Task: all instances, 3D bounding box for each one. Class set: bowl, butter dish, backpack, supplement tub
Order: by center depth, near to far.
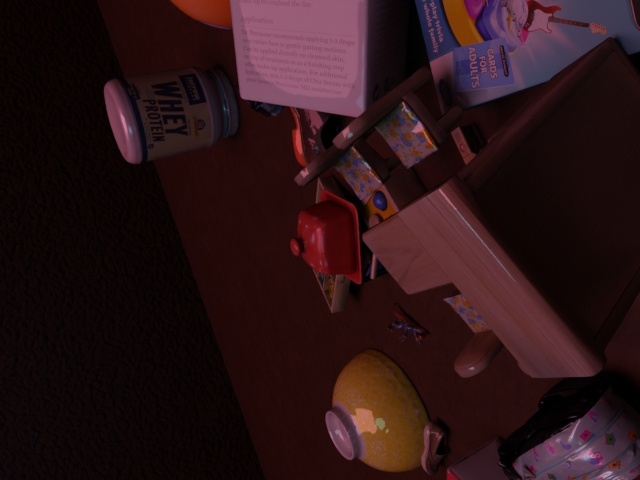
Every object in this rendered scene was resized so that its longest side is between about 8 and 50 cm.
[{"bbox_3d":[0.334,0.256,0.667,0.115,0.152,0.182,44,144,16],"label":"backpack"},{"bbox_3d":[0.000,0.000,0.978,0.160,0.118,0.160,-143,44,-60],"label":"butter dish"},{"bbox_3d":[-0.112,-0.345,1.153,0.114,0.084,0.105,-48,59,16],"label":"backpack"},{"bbox_3d":[0.106,0.414,1.191,0.289,0.156,0.290,44,145,43],"label":"bowl"},{"bbox_3d":[-0.425,-0.367,1.490,0.235,0.324,0.236,43,144,44],"label":"supplement tub"}]

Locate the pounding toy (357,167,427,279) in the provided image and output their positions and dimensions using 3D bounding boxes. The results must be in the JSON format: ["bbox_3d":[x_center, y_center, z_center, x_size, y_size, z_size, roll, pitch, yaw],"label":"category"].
[{"bbox_3d":[0.123,-0.028,0.905,0.130,0.100,0.141,62,153,18],"label":"pounding toy"}]

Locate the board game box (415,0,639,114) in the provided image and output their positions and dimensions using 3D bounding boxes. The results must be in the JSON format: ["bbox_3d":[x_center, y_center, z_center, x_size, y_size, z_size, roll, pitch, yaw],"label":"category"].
[{"bbox_3d":[0.231,-0.294,0.530,0.336,0.079,0.254,-1,107,64],"label":"board game box"}]

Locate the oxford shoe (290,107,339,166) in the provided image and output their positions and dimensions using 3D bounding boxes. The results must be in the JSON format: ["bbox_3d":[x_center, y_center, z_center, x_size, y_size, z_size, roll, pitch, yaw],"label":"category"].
[{"bbox_3d":[-0.007,-0.278,1.026,0.098,0.097,0.272,10,123,39],"label":"oxford shoe"}]

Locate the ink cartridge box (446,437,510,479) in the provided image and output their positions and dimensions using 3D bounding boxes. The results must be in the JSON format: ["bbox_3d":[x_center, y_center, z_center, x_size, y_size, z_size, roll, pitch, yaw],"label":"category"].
[{"bbox_3d":[0.326,0.530,0.864,0.226,0.131,0.306,34,138,50],"label":"ink cartridge box"}]

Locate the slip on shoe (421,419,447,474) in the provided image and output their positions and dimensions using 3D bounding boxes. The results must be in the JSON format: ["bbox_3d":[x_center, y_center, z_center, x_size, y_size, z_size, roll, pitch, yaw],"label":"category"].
[{"bbox_3d":[0.240,0.435,1.069,0.041,0.051,0.135,19,119,44],"label":"slip on shoe"}]

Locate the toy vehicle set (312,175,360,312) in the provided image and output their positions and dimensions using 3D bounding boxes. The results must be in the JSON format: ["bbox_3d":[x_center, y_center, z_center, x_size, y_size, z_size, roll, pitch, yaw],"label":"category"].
[{"bbox_3d":[0.027,0.013,1.159,0.166,0.035,0.267,-116,23,-43],"label":"toy vehicle set"}]

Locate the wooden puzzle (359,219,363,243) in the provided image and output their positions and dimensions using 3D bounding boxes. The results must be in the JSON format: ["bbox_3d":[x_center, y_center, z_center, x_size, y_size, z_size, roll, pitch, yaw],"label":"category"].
[{"bbox_3d":[0.080,-0.023,1.104,0.083,0.006,0.049,35,138,50],"label":"wooden puzzle"}]

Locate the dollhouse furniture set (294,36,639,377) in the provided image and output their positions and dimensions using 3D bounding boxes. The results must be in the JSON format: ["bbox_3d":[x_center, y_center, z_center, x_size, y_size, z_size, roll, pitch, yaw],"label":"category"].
[{"bbox_3d":[0.149,0.004,0.578,0.362,0.256,0.394,50,153,-3],"label":"dollhouse furniture set"}]

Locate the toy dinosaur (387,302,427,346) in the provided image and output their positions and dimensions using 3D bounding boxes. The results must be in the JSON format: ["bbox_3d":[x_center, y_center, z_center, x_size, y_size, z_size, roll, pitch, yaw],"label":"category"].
[{"bbox_3d":[0.173,0.169,1.022,0.082,0.047,0.090,-12,87,46],"label":"toy dinosaur"}]

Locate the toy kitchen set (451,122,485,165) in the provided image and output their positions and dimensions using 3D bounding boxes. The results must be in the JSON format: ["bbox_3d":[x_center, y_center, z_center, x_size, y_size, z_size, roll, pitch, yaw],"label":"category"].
[{"bbox_3d":[0.213,-0.129,0.693,0.075,0.068,0.083,67,154,7],"label":"toy kitchen set"}]

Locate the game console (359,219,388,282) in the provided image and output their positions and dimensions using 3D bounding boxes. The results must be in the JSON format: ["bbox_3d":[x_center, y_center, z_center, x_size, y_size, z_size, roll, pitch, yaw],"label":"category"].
[{"bbox_3d":[0.100,0.014,1.014,0.071,0.107,0.122,32,156,-10],"label":"game console"}]

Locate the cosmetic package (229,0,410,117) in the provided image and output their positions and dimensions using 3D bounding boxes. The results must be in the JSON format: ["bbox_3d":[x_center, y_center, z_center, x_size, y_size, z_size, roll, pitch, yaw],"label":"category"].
[{"bbox_3d":[-0.001,-0.423,0.711,0.230,0.161,0.453,16,127,25],"label":"cosmetic package"}]

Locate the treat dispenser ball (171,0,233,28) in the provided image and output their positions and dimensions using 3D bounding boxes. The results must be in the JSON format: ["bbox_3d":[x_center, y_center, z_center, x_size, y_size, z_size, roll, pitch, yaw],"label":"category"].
[{"bbox_3d":[-0.164,-0.524,0.906,0.288,0.288,0.288,43,143,44],"label":"treat dispenser ball"}]
